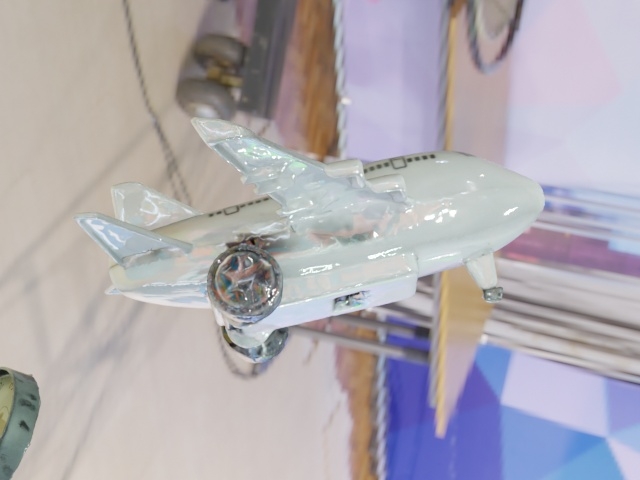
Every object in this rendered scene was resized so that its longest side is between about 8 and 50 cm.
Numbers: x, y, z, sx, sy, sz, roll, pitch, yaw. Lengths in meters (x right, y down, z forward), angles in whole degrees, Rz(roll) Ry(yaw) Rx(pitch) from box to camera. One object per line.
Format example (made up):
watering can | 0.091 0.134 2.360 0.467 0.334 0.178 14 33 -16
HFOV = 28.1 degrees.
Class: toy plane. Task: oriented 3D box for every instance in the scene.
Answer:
toy plane | 0.000 0.005 0.708 0.251 0.255 0.101 91 -6 -69

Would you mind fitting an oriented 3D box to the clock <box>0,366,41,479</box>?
clock | -0.187 0.110 0.711 0.017 0.085 0.085 33 65 -31
